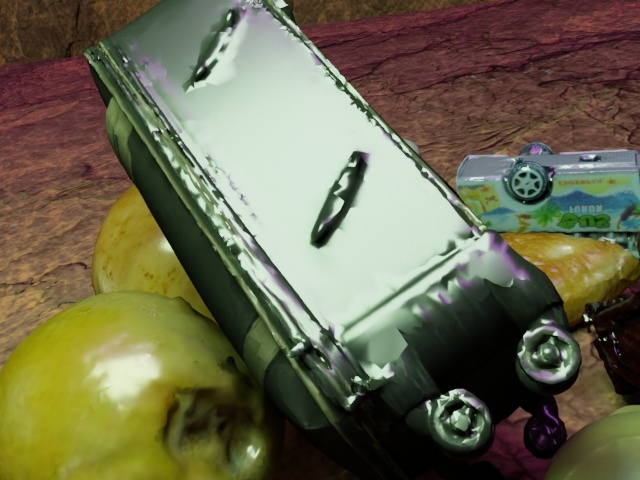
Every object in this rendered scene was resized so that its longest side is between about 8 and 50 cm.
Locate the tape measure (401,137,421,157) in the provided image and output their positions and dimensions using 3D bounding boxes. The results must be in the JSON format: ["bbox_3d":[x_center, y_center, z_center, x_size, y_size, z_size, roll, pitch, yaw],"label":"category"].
[{"bbox_3d":[0.008,-0.064,1.142,0.258,0.130,0.265,14,40,44],"label":"tape measure"}]

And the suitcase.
[{"bbox_3d":[0.000,0.000,0.614,0.194,0.283,0.434,-35,62,-3],"label":"suitcase"}]

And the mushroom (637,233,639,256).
[{"bbox_3d":[0.402,0.026,0.849,0.080,0.135,0.170,-45,-4,15],"label":"mushroom"}]

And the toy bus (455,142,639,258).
[{"bbox_3d":[0.340,-0.049,0.980,0.330,0.135,0.109,0,24,21],"label":"toy bus"}]

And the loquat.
[{"bbox_3d":[-0.156,0.155,0.658,0.244,0.243,0.244,-8,26,4],"label":"loquat"}]

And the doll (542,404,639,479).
[{"bbox_3d":[0.186,0.211,0.488,0.261,0.161,0.177,-25,44,-27],"label":"doll"}]

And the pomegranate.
[{"bbox_3d":[-0.139,0.035,0.885,0.248,0.248,0.248,-8,26,4],"label":"pomegranate"}]

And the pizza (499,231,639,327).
[{"bbox_3d":[0.178,0.054,0.903,0.366,0.073,0.182,-13,28,-5],"label":"pizza"}]

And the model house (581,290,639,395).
[{"bbox_3d":[0.353,0.102,0.705,0.203,0.141,0.164,-5,13,-8],"label":"model house"}]
